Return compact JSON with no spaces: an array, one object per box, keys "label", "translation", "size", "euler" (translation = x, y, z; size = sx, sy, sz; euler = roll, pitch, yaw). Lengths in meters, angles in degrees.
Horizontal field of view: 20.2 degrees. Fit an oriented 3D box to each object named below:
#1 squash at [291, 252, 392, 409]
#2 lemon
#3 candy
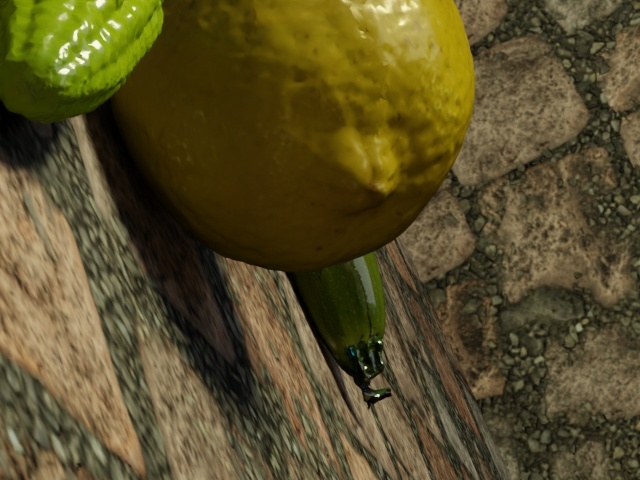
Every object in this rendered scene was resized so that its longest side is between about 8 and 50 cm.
[{"label":"squash","translation":[0.000,-0.001,1.715],"size":[0.087,0.087,0.331],"euler":[34,33,-77]},{"label":"lemon","translation":[-0.026,-0.118,1.240],"size":[0.253,0.254,0.310],"euler":[59,6,-43]},{"label":"candy","translation":[-0.142,-0.117,1.004],"size":[0.096,0.097,0.209],"euler":[62,13,-20]}]
